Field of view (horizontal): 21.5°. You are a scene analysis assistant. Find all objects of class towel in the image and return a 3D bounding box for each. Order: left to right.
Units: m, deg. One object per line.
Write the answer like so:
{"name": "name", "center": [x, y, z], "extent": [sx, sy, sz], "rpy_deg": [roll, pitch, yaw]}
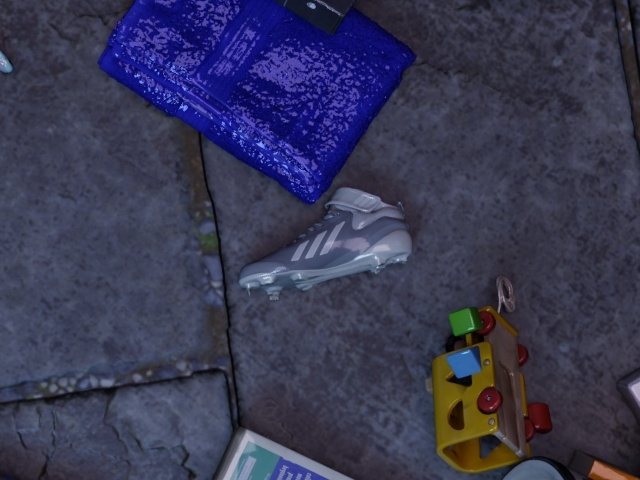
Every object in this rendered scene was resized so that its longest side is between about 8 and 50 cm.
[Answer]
{"name": "towel", "center": [-0.072, -0.211, 1.937], "extent": [0.308, 0.076, 0.228], "rpy_deg": [34, 85, -2]}

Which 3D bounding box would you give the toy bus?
{"name": "toy bus", "center": [0.174, 0.162, 1.918], "extent": [0.104, 0.202, 0.191], "rpy_deg": [-19, 96, 25]}

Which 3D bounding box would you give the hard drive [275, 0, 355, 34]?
{"name": "hard drive", "center": [-0.068, -0.416, 1.925], "extent": [0.339, 0.064, 0.237], "rpy_deg": [32, 66, -3]}

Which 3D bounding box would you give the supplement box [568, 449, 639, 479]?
{"name": "supplement box", "center": [0.324, 0.271, 1.930], "extent": [0.062, 0.098, 0.036], "rpy_deg": [23, 88, -4]}

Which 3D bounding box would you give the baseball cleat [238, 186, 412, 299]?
{"name": "baseball cleat", "center": [0.000, 0.000, 1.943], "extent": [0.206, 0.072, 0.109], "rpy_deg": [-10, 74, -10]}

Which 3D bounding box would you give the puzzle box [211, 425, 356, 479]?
{"name": "puzzle box", "center": [-0.055, 0.445, 1.878], "extent": [0.272, 0.052, 0.409], "rpy_deg": [27, 82, -13]}

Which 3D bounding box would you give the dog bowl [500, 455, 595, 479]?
{"name": "dog bowl", "center": [0.268, 0.440, 1.774], "extent": [0.150, 0.408, 0.408], "rpy_deg": [11, 86, -13]}

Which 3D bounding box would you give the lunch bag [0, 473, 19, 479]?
{"name": "lunch bag", "center": [-0.387, 0.369, 1.859], "extent": [0.279, 0.108, 0.224], "rpy_deg": [18, 90, -2]}

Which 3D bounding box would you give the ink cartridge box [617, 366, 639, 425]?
{"name": "ink cartridge box", "center": [0.533, 0.228, 1.968], "extent": [0.261, 0.066, 0.296], "rpy_deg": [-31, 90, -5]}

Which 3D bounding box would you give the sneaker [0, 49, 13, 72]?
{"name": "sneaker", "center": [-0.405, -0.205, 1.930], "extent": [0.098, 0.038, 0.069], "rpy_deg": [37, 86, 8]}
